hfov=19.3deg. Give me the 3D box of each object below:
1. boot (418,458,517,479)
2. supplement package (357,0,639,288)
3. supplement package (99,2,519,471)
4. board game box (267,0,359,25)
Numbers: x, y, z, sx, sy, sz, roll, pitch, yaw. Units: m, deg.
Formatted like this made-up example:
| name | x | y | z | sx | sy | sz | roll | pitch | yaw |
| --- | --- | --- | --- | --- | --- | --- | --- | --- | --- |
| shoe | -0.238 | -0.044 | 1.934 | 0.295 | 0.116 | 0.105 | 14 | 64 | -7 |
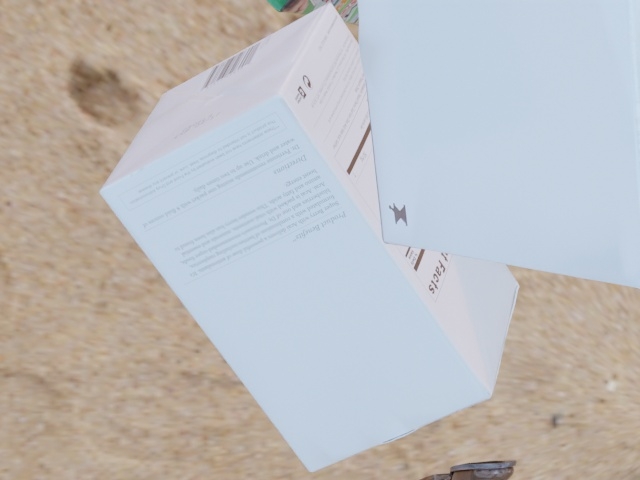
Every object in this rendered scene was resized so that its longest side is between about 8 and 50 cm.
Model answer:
| name | x | y | z | sx | sy | sz | roll | pitch | yaw |
| --- | --- | --- | --- | --- | --- | --- | --- | --- | --- |
| boot | 0.100 | 0.197 | 1.168 | 0.037 | 0.106 | 0.114 | -2 | 74 | -23 |
| supplement package | 0.179 | -0.108 | 0.894 | 0.263 | 0.198 | 0.199 | -13 | 103 | -31 |
| supplement package | 0.000 | 0.000 | 1.480 | 0.177 | 0.175 | 0.293 | -25 | 111 | 26 |
| board game box | 0.085 | -0.332 | 1.689 | 0.046 | 0.213 | 0.317 | 44 | 106 | 14 |
